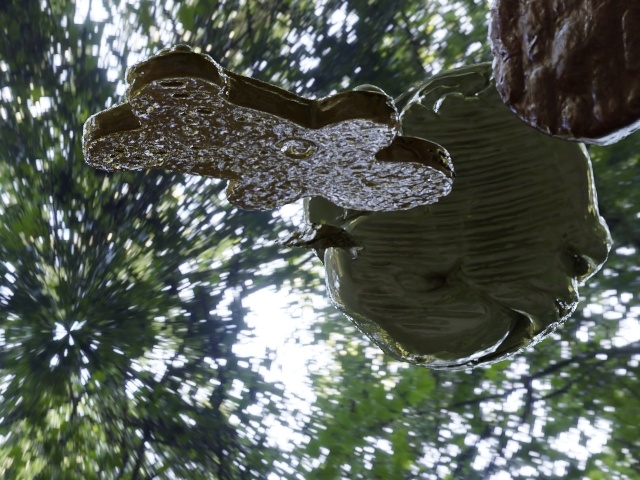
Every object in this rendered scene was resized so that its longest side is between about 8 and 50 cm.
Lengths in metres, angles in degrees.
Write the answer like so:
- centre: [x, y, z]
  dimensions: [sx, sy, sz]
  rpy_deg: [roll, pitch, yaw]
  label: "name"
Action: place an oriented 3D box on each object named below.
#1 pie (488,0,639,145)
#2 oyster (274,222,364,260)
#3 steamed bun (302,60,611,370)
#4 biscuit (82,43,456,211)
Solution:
- centre: [0.214, -0.164, 0.943]
  dimensions: [0.049, 0.182, 0.182]
  rpy_deg: [4, -97, -54]
  label: "pie"
- centre: [-0.001, -0.001, 1.257]
  dimensions: [0.093, 0.051, 0.034]
  rpy_deg: [6, -102, -6]
  label: "oyster"
- centre: [0.149, -0.020, 1.431]
  dimensions: [0.339, 0.247, 0.352]
  rpy_deg: [-18, -99, -9]
  label: "steamed bun"
- centre: [-0.029, -0.085, 1.024]
  dimensions: [0.339, 0.216, 0.047]
  rpy_deg: [9, -113, -29]
  label: "biscuit"
